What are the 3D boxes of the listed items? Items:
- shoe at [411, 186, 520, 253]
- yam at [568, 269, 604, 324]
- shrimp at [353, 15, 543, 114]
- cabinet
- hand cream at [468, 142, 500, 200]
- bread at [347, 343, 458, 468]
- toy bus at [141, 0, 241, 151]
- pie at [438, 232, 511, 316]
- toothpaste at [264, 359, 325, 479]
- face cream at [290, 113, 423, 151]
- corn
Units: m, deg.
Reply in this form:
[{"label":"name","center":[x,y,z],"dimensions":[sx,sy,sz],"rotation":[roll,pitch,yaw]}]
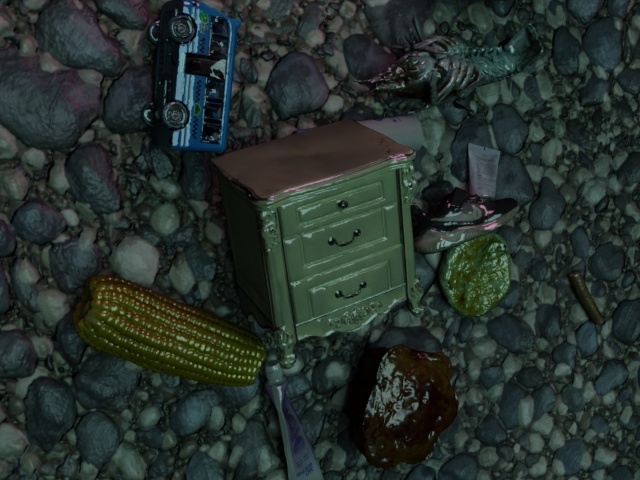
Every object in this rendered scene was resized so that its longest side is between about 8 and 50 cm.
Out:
[{"label":"shoe","center":[0.277,-0.053,1.658],"dimensions":[0.228,0.099,0.112],"rotation":[-24,93,1]},{"label":"yam","center":[0.605,0.131,1.897],"dimensions":[0.032,0.032,0.145],"rotation":[-40,110,-17]},{"label":"shrimp","center":[0.260,-0.338,1.611],"dimensions":[0.411,0.166,0.221],"rotation":[-11,68,-38]},{"label":"cabinet","center":[0.000,0.000,1.425],"dimensions":[0.290,0.227,0.317],"rotation":[-19,119,-22]},{"label":"hand cream","center":[0.336,-0.126,1.730],"dimensions":[0.084,0.053,0.142],"rotation":[10,76,-28]},{"label":"bread","center":[0.162,0.327,1.640],"dimensions":[0.232,0.135,0.246],"rotation":[15,89,-27]},{"label":"toy bus","center":[-0.215,-0.271,1.395],"dimensions":[0.134,0.113,0.246],"rotation":[3,96,-31]},{"label":"pie","center":[0.325,0.069,1.744],"dimensions":[0.187,0.041,0.186],"rotation":[-3,98,-27]},{"label":"toothpaste","center":[-0.056,0.362,1.586],"dimensions":[0.075,0.048,0.300],"rotation":[-38,121,-47]},{"label":"face cream","center":[0.068,-0.186,1.566],"dimensions":[0.250,0.077,0.077],"rotation":[-12,101,-25]},{"label":"corn","center":[-0.249,0.164,1.423],"dimensions":[0.345,0.131,0.131],"rotation":[23,85,-27]}]
